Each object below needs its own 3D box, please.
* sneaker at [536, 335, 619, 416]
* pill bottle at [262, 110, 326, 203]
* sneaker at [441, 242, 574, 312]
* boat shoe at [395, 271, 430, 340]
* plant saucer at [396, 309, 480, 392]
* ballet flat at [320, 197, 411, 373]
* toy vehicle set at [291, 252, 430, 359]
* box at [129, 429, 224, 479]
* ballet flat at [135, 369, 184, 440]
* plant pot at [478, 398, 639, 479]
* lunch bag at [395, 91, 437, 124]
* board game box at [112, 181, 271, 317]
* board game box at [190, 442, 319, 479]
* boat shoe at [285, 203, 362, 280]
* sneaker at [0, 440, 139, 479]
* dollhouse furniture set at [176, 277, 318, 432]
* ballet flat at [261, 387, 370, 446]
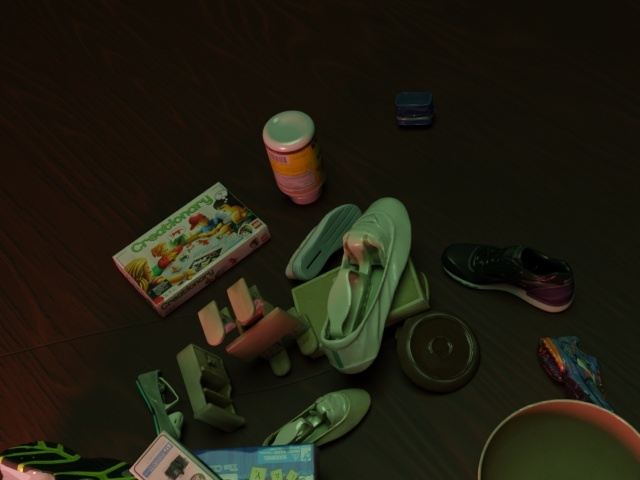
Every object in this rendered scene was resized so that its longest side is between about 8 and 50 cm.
[{"bbox_3d":[0.496,0.259,1.781,0.087,0.083,0.221,-19,54,-14],"label":"sneaker"},{"bbox_3d":[-0.053,-0.180,2.143,0.117,0.215,0.117,-6,52,7],"label":"pill bottle"},{"bbox_3d":[0.382,0.041,1.941,0.283,0.124,0.107,17,57,23],"label":"sneaker"},{"bbox_3d":[0.184,0.136,1.937,0.060,0.064,0.178,16,54,-12],"label":"boat shoe"},{"bbox_3d":[0.234,0.211,1.862,0.168,0.029,0.169,3,67,-7],"label":"plant saucer"},{"bbox_3d":[0.086,0.062,1.872,0.139,0.139,0.401,7,62,17],"label":"ballet flat"},{"bbox_3d":[0.077,0.118,1.952,0.266,0.035,0.166,-25,50,14],"label":"toy vehicle set"},{"bbox_3d":[-0.165,0.452,1.577,0.290,0.169,0.087,35,76,22],"label":"box"},{"bbox_3d":[-0.306,0.341,1.886,0.068,0.072,0.213,-21,51,-13],"label":"ballet flat"},{"bbox_3d":[0.410,0.435,1.588,0.283,0.191,0.284,-6,52,8],"label":"plant pot"},{"bbox_3d":[0.230,-0.313,2.286,0.098,0.065,0.067,2,38,14],"label":"lunch bag"},{"bbox_3d":[-0.289,0.016,2.144,0.305,0.053,0.193,-37,54,-17],"label":"board game box"},{"bbox_3d":[-0.157,0.526,1.672,0.318,0.066,0.318,-6,65,8],"label":"board game box"},{"bbox_3d":[0.000,0.000,2.080,0.226,0.083,0.075,-44,20,-32],"label":"boat shoe"},{"bbox_3d":[-0.436,0.477,1.728,0.384,0.147,0.145,9,14,41],"label":"sneaker"},{"bbox_3d":[-0.144,0.231,1.855,0.242,0.212,0.161,-39,48,15],"label":"dollhouse furniture set"},{"bbox_3d":[-0.011,0.349,1.811,0.248,0.086,0.086,-34,54,-15],"label":"ballet flat"}]
